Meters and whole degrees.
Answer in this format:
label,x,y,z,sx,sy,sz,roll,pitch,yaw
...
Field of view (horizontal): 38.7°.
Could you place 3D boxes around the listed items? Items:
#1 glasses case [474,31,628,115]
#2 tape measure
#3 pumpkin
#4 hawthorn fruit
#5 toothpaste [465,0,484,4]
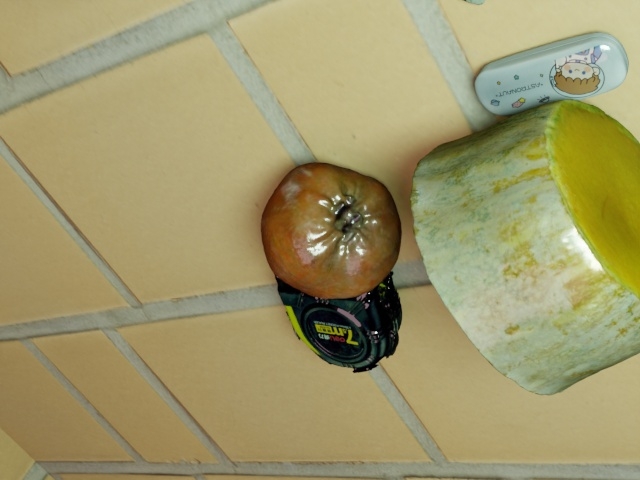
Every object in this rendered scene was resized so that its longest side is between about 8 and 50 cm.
label,x,y,z,sx,sy,sz,roll,pitch,yaw
glasses case,0.264,-0.190,1.054,0.179,0.045,0.067,-11,127,36
tape measure,0.036,0.113,1.451,0.199,0.112,0.186,6,128,33
pumpkin,0.278,-0.012,1.042,0.199,0.332,0.332,-34,111,32
hawthorn fruit,0.000,0.000,1.309,0.199,0.199,0.251,35,153,-7
toothpaste,0.093,-0.327,1.020,0.216,0.037,0.062,22,138,0
